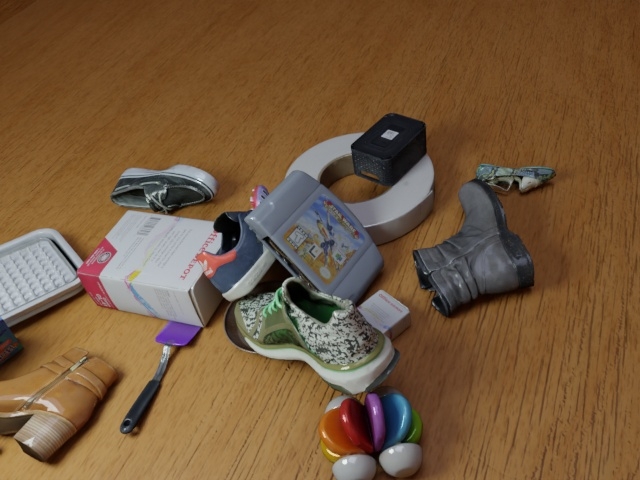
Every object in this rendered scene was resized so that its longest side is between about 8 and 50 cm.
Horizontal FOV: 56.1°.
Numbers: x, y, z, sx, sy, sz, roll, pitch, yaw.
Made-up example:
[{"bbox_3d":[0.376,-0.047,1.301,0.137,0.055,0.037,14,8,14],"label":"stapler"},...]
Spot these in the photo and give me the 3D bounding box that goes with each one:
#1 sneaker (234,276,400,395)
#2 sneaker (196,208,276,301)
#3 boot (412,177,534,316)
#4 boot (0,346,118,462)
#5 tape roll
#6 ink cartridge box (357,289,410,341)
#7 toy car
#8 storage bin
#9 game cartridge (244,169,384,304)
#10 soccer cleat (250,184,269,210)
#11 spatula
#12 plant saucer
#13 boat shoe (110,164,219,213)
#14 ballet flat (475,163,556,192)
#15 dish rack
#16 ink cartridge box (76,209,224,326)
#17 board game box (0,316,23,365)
[{"bbox_3d":[-0.035,0.129,1.124,0.410,0.182,0.158,11,41,47],"label":"sneaker"},{"bbox_3d":[-0.139,-0.036,1.319,0.131,0.148,0.350,-32,18,48],"label":"sneaker"},{"bbox_3d":[0.302,0.000,1.322,0.222,0.118,0.338,-17,39,3],"label":"boot"},{"bbox_3d":[-0.576,0.286,1.209,0.283,0.109,0.220,20,46,17],"label":"boot"},{"bbox_3d":[0.100,-0.139,1.537,0.391,0.072,0.392,-6,44,6],"label":"tape roll"},{"bbox_3d":[0.112,0.170,1.228,0.122,0.052,0.088,-36,48,-21],"label":"ink cartridge box"},{"bbox_3d":[0.084,0.316,1.021,0.181,0.136,0.159,-13,43,0],"label":"toy car"},{"bbox_3d":[0.173,-0.230,1.503,0.122,0.084,0.180,25,55,33],"label":"storage bin"},{"bbox_3d":[0.000,0.000,1.289,0.198,0.297,0.062,-48,11,-28],"label":"game cartridge"},{"bbox_3d":[-0.128,-0.044,1.494,0.095,0.083,0.248,1,44,-8],"label":"soccer cleat"},{"bbox_3d":[-0.334,0.268,1.244,0.084,0.030,0.297,4,46,16],"label":"spatula"},{"bbox_3d":[-0.109,0.169,1.292,0.198,0.036,0.199,-7,44,6],"label":"plant saucer"},{"bbox_3d":[-0.424,-0.124,1.628,0.335,0.121,0.119,2,52,30],"label":"boat shoe"},{"bbox_3d":[0.477,-0.147,1.475,0.188,0.070,0.070,5,46,20],"label":"ballet flat"},{"bbox_3d":[-0.750,0.113,1.450,0.332,0.072,0.285,-30,45,-28],"label":"dish rack"},{"bbox_3d":[-0.362,0.059,1.394,0.306,0.131,0.226,9,45,20],"label":"ink cartridge box"},{"bbox_3d":[-0.719,0.233,1.246,0.047,0.210,0.160,43,63,8],"label":"board game box"}]
